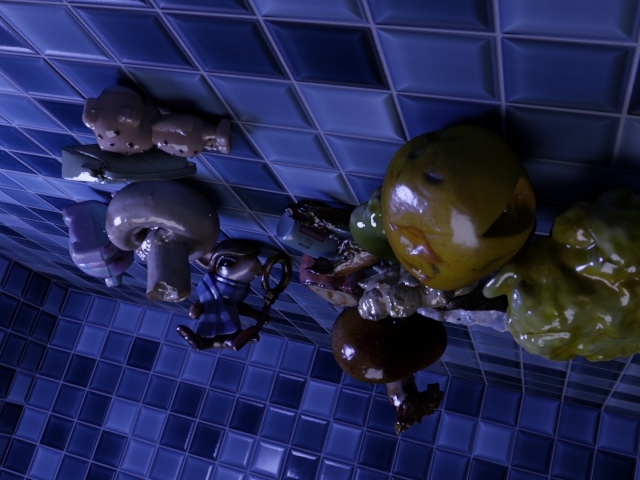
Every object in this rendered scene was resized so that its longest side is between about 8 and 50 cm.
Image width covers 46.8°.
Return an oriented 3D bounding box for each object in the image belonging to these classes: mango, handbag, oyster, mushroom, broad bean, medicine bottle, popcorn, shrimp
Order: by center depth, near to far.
[{"bbox_3d":[0.220,-0.041,1.236,0.253,0.182,0.365,37,156,20],"label":"mango"},{"bbox_3d":[0.465,0.072,1.249,0.293,0.334,0.292,39,-152,15],"label":"popcorn"},{"bbox_3d":[-0.373,-0.155,1.506,0.219,0.079,0.256,12,-164,30],"label":"handbag"},{"bbox_3d":[0.176,-0.027,1.528,0.238,0.119,0.291,-1,161,21],"label":"broad bean"},{"bbox_3d":[0.016,0.001,1.714,0.290,0.054,0.222,24,131,-29],"label":"shrimp"},{"bbox_3d":[0.000,0.000,1.819,0.217,0.090,0.090,26,161,-31],"label":"medicine bottle"},{"bbox_3d":[-0.396,0.004,1.833,0.293,0.290,0.292,3,154,1],"label":"mushroom"},{"bbox_3d":[0.326,0.155,1.959,0.396,0.111,0.204,11,172,36],"label":"oyster"},{"bbox_3d":[0.223,0.319,2.195,0.334,0.331,0.356,38,165,51],"label":"mushroom"}]

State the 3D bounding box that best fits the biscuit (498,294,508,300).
[{"bbox_3d":[0.510,0.157,1.966,0.184,0.027,0.133,-2,157,46],"label":"biscuit"}]

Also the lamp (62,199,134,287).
[{"bbox_3d":[-0.630,-0.010,2.196,0.248,0.247,0.301,-17,167,-13],"label":"lamp"}]

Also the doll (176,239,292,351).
[{"bbox_3d":[-0.253,0.166,2.169,0.318,0.339,0.209,15,167,-36],"label":"doll"}]

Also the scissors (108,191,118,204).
[{"bbox_3d":[-0.480,-0.102,2.050,0.160,0.024,0.318,28,160,-34],"label":"scissors"}]

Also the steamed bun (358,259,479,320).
[{"bbox_3d":[0.227,0.093,1.760,0.292,0.137,0.295,-16,178,-11],"label":"steamed bun"}]

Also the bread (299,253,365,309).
[{"bbox_3d":[0.038,0.106,2.071,0.190,0.123,0.244,13,163,15],"label":"bread"}]

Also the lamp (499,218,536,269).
[{"bbox_3d":[0.320,-0.021,1.377,0.157,0.134,0.156,28,159,-25],"label":"lamp"}]

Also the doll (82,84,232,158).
[{"bbox_3d":[-0.306,-0.212,1.410,0.278,0.119,0.154,9,167,-10],"label":"doll"}]
